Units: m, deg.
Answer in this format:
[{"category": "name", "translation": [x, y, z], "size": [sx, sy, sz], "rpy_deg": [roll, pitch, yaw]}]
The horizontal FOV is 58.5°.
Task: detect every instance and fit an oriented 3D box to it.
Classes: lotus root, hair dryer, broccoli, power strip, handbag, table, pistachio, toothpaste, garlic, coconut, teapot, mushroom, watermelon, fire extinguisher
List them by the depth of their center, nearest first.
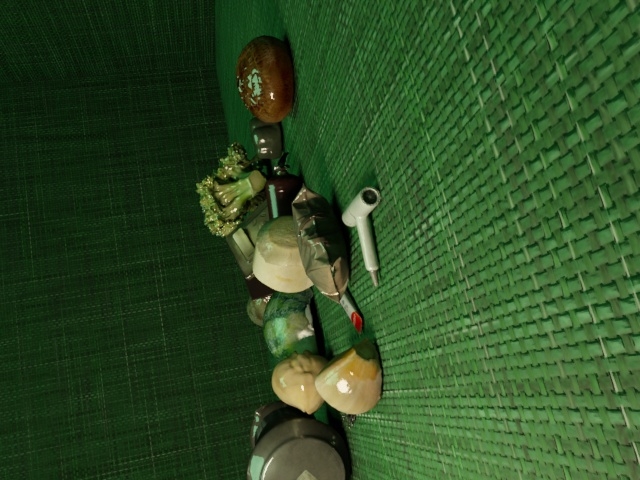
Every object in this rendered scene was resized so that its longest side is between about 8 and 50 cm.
[{"category": "hair dryer", "translation": [0.097, 0.002, 1.112], "size": [0.155, 0.044, 0.183], "rpy_deg": [124, 131, -74]}, {"category": "garlic", "translation": [0.067, 0.307, 1.302], "size": [0.245, 0.146, 0.164], "rpy_deg": [124, 167, -74]}, {"category": "handbag", "translation": [0.000, 0.000, 1.355], "size": [0.182, 0.117, 0.270], "rpy_deg": [75, 177, -53]}, {"category": "toothpaste", "translation": [0.062, 0.147, 1.381], "size": [0.190, 0.031, 0.048], "rpy_deg": [-120, 27, -52]}, {"category": "coconut", "translation": [-0.091, 0.047, 1.607], "size": [0.222, 0.202, 0.202], "rpy_deg": [99, 159, -49]}, {"category": "mushroom", "translation": [-0.159, -0.467, 1.681], "size": [0.253, 0.153, 0.253], "rpy_deg": [165, 90, -69]}, {"category": "pistachio", "translation": [-0.049, 0.431, 1.720], "size": [0.299, 0.188, 0.187], "rpy_deg": [86, 170, -67]}, {"category": "fire extinguisher", "translation": [-0.102, -0.097, 1.764], "size": [0.135, 0.114, 0.337], "rpy_deg": [-50, -44, -70]}, {"category": "teapot", "translation": [-0.059, 0.680, 1.767], "size": [0.376, 0.305, 0.362], "rpy_deg": [44, 175, -12]}, {"category": "watermelon", "translation": [-0.087, 0.252, 1.899], "size": [0.224, 0.180, 0.305], "rpy_deg": [-22, 67, 32]}, {"category": "power strip", "translation": [-0.192, -0.008, 1.975], "size": [0.092, 0.251, 0.257], "rpy_deg": [51, -178, -44]}, {"category": "table", "translation": [-0.218, 0.098, 2.230], "size": [0.193, 0.173, 0.169], "rpy_deg": [80, 172, -52]}, {"category": "broccoli", "translation": [-0.335, -0.208, 2.297], "size": [0.277, 0.317, 0.338], "rpy_deg": [45, -149, -15]}, {"category": "lotus root", "translation": [-0.230, 0.264, 2.459], "size": [0.349, 0.175, 0.175], "rpy_deg": [108, 151, -57]}]

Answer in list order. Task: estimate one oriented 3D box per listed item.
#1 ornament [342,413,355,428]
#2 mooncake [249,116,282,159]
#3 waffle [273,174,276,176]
[{"category": "ornament", "translation": [0.076, 0.476, 1.553], "size": [0.073, 0.028, 0.125], "rpy_deg": [-113, 21, -49]}, {"category": "mooncake", "translation": [-0.189, -0.357, 1.991], "size": [0.175, 0.104, 0.168], "rpy_deg": [154, 101, -81]}, {"category": "waffle", "translation": [-0.161, -0.123, 2.150], "size": [0.228, 0.051, 0.231], "rpy_deg": [-110, 17, -52]}]
